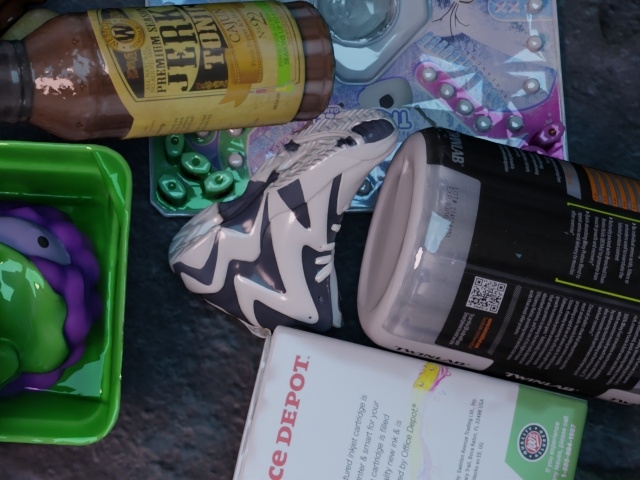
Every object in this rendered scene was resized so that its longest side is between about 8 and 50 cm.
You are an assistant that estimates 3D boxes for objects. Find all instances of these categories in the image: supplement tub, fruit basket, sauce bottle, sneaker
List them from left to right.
[{"bbox_3d":[-0.334,0.047,1.199,0.392,0.392,0.283,3,78,-4],"label":"fruit basket"},{"bbox_3d":[-0.157,-0.136,1.278,0.344,0.111,0.111,-9,79,-27],"label":"sauce bottle"},{"bbox_3d":[0.000,0.000,1.349,0.235,0.094,0.153,-38,113,10],"label":"sneaker"},{"bbox_3d":[0.204,0.029,1.325,0.316,0.193,0.194,14,77,-9],"label":"supplement tub"}]

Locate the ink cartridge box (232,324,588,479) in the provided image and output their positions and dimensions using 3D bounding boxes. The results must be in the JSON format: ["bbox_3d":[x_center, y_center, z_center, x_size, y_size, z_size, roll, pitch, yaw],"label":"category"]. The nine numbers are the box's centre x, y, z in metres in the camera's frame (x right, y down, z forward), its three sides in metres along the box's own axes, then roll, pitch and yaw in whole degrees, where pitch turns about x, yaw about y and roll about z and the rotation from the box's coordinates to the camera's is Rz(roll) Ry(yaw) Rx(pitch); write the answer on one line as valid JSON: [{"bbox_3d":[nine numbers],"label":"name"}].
[{"bbox_3d":[0.065,0.206,1.325,0.278,0.117,0.201,14,77,-2],"label":"ink cartridge box"}]

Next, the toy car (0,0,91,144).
[{"bbox_3d":[-0.265,-0.157,1.364,0.149,0.155,0.188,-42,97,-11],"label":"toy car"}]

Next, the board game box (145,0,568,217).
[{"bbox_3d":[0.032,-0.220,1.444,0.389,0.050,0.390,-1,79,-6],"label":"board game box"}]
